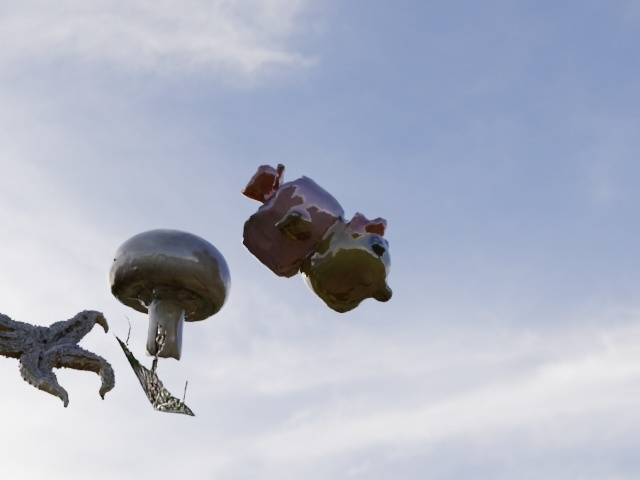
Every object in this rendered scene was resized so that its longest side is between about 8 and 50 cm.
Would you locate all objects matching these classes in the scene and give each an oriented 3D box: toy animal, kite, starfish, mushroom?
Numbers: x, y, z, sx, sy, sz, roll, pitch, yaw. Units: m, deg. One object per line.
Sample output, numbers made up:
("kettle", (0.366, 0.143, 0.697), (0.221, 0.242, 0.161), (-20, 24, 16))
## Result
("toy animal", (0.000, 0.005, 1.432), (0.281, 0.195, 0.169), (30, -80, 11))
("kite", (-0.247, 0.187, 1.343), (0.006, 0.198, 0.244), (-34, -26, -33))
("starfish", (-0.473, 0.177, 1.480), (0.302, 0.299, 0.060), (16, -69, -5))
("mushroom", (-0.252, 0.094, 1.483), (0.207, 0.215, 0.207), (3, -24, 1))
